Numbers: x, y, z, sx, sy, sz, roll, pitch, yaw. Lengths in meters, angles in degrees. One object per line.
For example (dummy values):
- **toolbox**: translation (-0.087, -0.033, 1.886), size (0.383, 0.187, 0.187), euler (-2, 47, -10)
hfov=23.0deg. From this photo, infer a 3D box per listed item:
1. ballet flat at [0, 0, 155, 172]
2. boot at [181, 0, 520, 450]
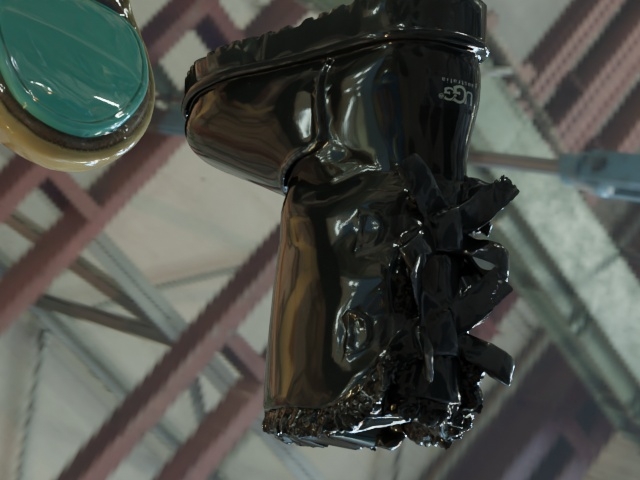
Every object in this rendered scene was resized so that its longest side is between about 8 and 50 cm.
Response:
- **ballet flat**: translation (-0.113, -0.083, 0.630), size (0.080, 0.232, 0.073), euler (22, -58, -24)
- **boot**: translation (0.000, 0.000, 0.377), size (0.045, 0.121, 0.099), euler (9, -102, -31)
